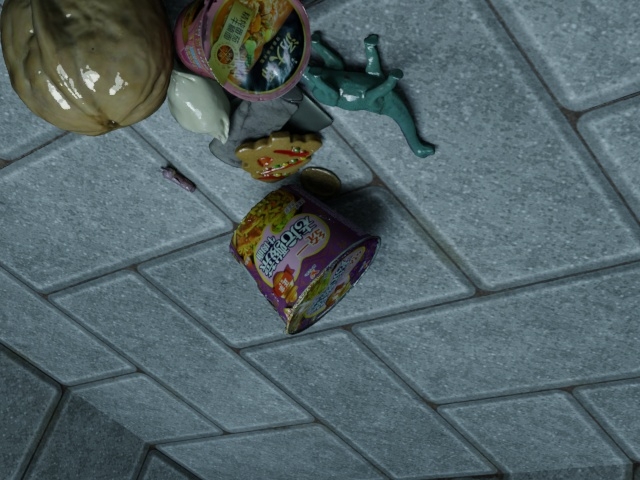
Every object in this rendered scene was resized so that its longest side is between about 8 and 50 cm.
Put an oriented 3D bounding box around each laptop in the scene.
[{"bbox_3d":[-0.121,-0.293,2.114,0.269,0.015,0.188,-22,128,41],"label":"laptop"}]

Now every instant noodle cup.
[{"bbox_3d":[-0.056,0.031,2.226,0.266,0.340,0.340,43,146,15],"label":"instant noodle cup"},{"bbox_3d":[-0.176,-0.404,1.761,0.244,0.244,0.255,44,168,-31],"label":"instant noodle cup"}]

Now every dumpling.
[{"bbox_3d":[-0.288,-0.326,2.039,0.132,0.162,0.250,-36,120,-3],"label":"dumpling"}]

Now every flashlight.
[{"bbox_3d":[-0.382,-0.166,2.375,0.110,0.031,0.052,33,165,-25],"label":"flashlight"}]

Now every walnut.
[{"bbox_3d":[-0.482,-0.403,1.838,0.381,0.381,0.381,11,143,9],"label":"walnut"}]

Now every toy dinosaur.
[{"bbox_3d":[0.065,-0.303,1.972,0.384,0.129,0.331,10,151,13],"label":"toy dinosaur"}]

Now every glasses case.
[{"bbox_3d":[-0.158,-0.278,2.082,0.114,0.060,0.299,26,143,-17],"label":"glasses case"}]

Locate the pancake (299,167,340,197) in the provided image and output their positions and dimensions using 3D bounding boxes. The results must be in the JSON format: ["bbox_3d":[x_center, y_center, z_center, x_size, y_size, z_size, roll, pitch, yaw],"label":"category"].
[{"bbox_3d":[-0.001,-0.147,2.256,0.115,0.011,0.115,13,143,10],"label":"pancake"}]

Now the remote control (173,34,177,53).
[{"bbox_3d":[-0.387,-0.447,2.021,0.184,0.027,0.050,-1,143,17],"label":"remote control"}]

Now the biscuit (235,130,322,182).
[{"bbox_3d":[-0.106,-0.194,2.153,0.212,0.041,0.238,-11,158,-12],"label":"biscuit"}]
